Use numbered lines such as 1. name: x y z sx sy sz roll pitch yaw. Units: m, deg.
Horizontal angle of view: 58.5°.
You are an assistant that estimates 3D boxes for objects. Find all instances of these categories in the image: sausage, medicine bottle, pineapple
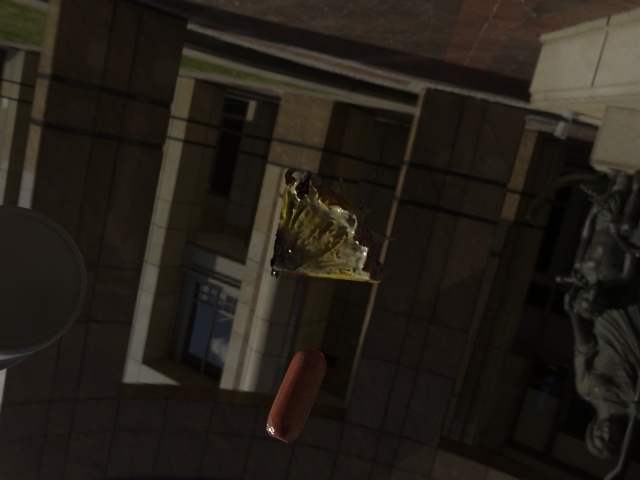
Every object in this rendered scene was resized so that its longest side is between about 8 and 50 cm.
1. sausage: -0.038 0.251 0.939 0.062 0.154 0.062 22 165 6
2. medicine bottle: -0.470 0.077 0.764 0.340 0.208 0.208 -17 165 41
3. pineapple: 0.000 0.000 0.560 0.137 0.116 0.069 50 -176 19
